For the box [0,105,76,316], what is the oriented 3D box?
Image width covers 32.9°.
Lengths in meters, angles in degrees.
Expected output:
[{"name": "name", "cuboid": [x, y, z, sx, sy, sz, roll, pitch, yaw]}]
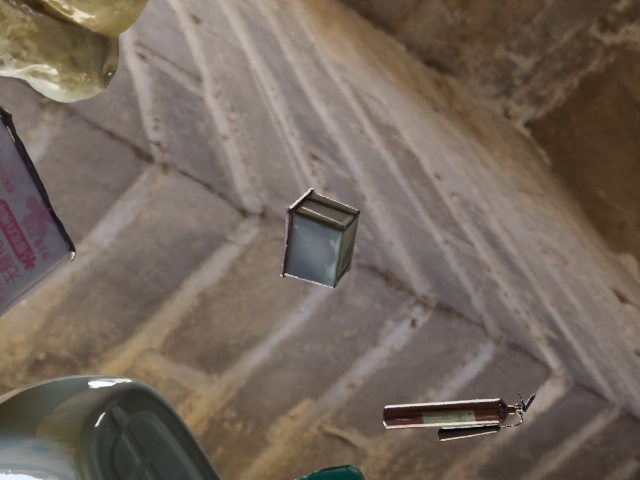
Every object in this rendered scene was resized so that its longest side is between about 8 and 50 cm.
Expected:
[{"name": "box", "cuboid": [-0.401, 0.036, 0.959, 0.112, 0.190, 0.370, 5, 35, 39]}]

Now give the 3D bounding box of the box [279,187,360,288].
[{"name": "box", "cuboid": [0.000, 0.000, 1.108, 0.060, 0.063, 0.084, -45, -32, -53]}]

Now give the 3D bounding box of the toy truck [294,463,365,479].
[{"name": "toy truck", "cuboid": [-0.015, 0.241, 0.576, 0.124, 0.114, 0.253, -3, 38, 26]}]

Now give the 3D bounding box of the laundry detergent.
[{"name": "laundry detergent", "cuboid": [-0.271, 0.252, 0.980, 0.398, 0.264, 0.124, -12, 30, 34]}]

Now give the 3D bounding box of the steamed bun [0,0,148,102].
[{"name": "steamed bun", "cuboid": [-0.190, -0.161, 0.686, 0.172, 0.155, 0.141, -61, 1, 8]}]

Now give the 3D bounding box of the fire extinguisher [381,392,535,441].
[{"name": "fire extinguisher", "cuboid": [0.156, 0.202, 1.225, 0.173, 0.035, 0.048, -7, 85, 21]}]
